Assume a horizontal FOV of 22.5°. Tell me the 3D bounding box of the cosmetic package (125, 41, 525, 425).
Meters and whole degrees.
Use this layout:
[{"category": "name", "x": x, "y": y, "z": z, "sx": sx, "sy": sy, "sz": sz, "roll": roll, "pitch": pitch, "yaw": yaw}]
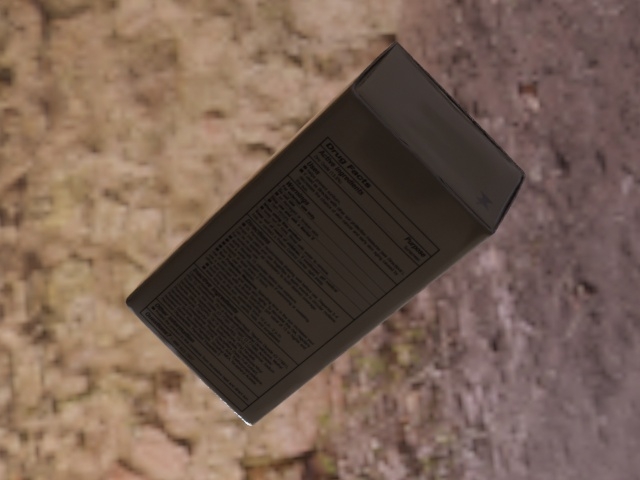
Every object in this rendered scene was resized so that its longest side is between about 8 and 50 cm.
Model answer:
[{"category": "cosmetic package", "x": 0.000, "y": 0.000, "z": 0.488, "sx": 0.115, "sy": 0.060, "sz": 0.041, "roll": -39, "pitch": 8, "yaw": 34}]
